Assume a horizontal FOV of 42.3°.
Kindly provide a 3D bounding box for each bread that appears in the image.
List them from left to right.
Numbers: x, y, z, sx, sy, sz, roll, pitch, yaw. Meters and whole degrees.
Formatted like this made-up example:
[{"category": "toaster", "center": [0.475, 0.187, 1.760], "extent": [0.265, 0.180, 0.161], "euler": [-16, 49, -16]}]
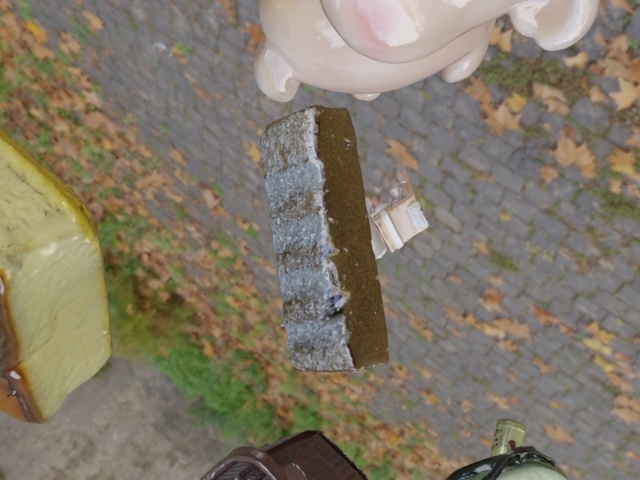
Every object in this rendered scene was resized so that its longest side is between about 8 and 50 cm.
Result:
[{"category": "bread", "center": [-0.355, -0.004, 0.800], "extent": [0.333, 0.143, 0.323], "euler": [38, 149, 16]}, {"category": "bread", "center": [0.000, 0.000, 1.308], "extent": [0.165, 0.113, 0.416], "euler": [-17, 80, 53]}]

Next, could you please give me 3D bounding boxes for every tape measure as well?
[{"category": "tape measure", "center": [0.232, 0.388, 1.093], "extent": [0.115, 0.235, 0.207], "euler": [-107, -1, -86]}]

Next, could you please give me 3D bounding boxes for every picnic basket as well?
[{"category": "picnic basket", "center": [-0.052, 0.345, 0.949], "extent": [0.222, 0.129, 0.297], "euler": [45, 124, 12]}]

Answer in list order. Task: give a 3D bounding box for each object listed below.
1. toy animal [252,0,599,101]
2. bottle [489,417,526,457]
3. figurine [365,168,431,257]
[{"category": "toy animal", "center": [0.043, -0.195, 0.503], "extent": [0.247, 0.277, 0.345], "euler": [42, 149, 39]}, {"category": "bottle", "center": [0.284, 0.328, 1.280], "extent": [0.047, 0.101, 0.063], "euler": [13, 155, 20]}, {"category": "figurine", "center": [0.098, -0.033, 1.652], "extent": [0.162, 0.237, 0.141], "euler": [54, -173, -43]}]
